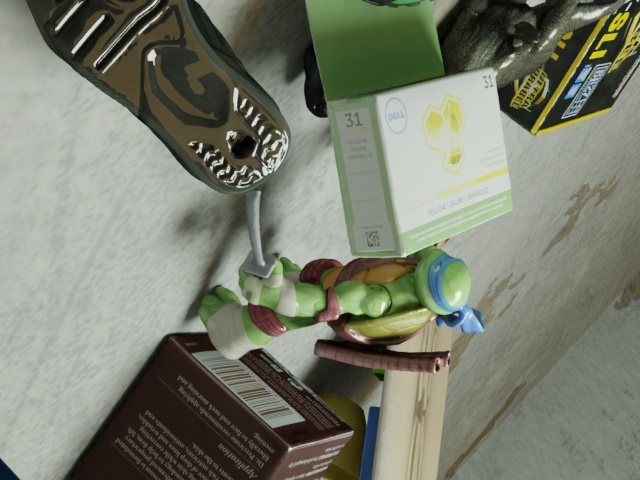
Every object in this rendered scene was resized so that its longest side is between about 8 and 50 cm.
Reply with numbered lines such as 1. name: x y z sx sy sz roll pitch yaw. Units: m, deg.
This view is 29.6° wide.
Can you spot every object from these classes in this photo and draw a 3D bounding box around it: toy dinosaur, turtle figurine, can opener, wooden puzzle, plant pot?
1. toy dinosaur: 0.187 -0.204 1.214 0.313 0.121 0.160 -43 172 -33
2. turtle figurine: 0.000 0.000 1.088 0.266 0.274 0.198 -22 -142 47
3. can opener: 0.050 -0.173 1.012 0.186 0.073 0.059 -52 155 -21
4. wooden puzzle: 0.110 0.226 1.648 0.348 0.080 0.322 49 47 -71
5. plant pot: 0.012 0.263 1.641 0.134 0.134 0.095 78 33 -66

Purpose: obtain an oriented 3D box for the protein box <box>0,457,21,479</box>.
1. protein box: -0.279 0.159 0.683 0.136 0.200 0.201 -36 156 -34

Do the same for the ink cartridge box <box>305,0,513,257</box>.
1. ink cartridge box: 0.070 -0.119 0.931 0.171 0.056 0.235 -20 104 -50

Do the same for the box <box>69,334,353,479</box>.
1. box: -0.109 0.220 1.211 0.203 0.168 0.167 -54 161 12

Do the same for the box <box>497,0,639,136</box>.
1. box: 0.358 -0.288 1.440 0.257 0.079 0.322 -17 143 -54

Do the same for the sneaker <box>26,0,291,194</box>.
1. sneaker: -0.114 -0.130 0.714 0.087 0.130 0.227 -44 133 -2

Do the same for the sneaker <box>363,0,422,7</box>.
1. sneaker: 0.086 -0.307 0.786 0.146 0.134 0.344 -4 135 -37

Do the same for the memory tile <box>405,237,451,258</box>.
1. memory tile: 0.125 0.022 1.592 0.148 0.012 0.113 -46 160 -11
